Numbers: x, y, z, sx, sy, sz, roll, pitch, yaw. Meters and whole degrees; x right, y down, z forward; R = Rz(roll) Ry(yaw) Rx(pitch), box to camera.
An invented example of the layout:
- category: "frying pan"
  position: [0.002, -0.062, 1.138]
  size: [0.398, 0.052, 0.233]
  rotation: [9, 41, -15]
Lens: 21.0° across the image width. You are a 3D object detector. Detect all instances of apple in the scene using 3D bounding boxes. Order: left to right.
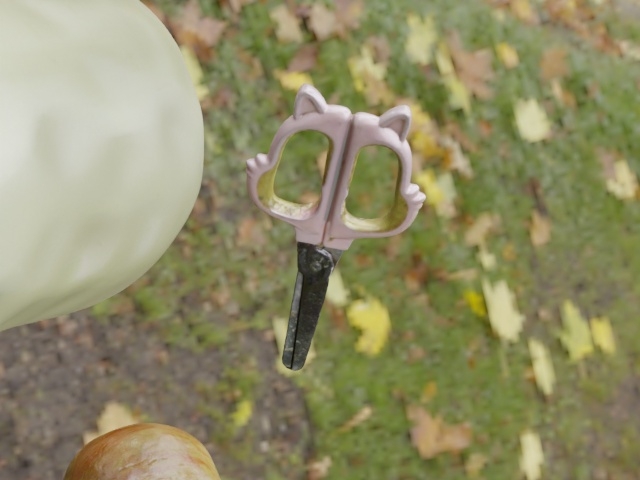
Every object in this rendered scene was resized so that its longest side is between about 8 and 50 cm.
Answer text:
- category: "apple"
  position: [-0.123, 0.190, 1.195]
  size: [0.102, 0.126, 0.126]
  rotation: [-5, 81, -33]

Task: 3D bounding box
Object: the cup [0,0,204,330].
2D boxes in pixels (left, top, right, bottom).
- category: "cup"
  position: [-0.181, -0.007, 0.818]
  size: [0.173, 0.255, 0.202]
  rotation: [33, 22, 17]

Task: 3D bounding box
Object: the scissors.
- category: "scissors"
  position: [0.000, 0.000, 1.546]
  size: [0.024, 0.160, 0.317]
  rotation: [-84, -174, -51]
